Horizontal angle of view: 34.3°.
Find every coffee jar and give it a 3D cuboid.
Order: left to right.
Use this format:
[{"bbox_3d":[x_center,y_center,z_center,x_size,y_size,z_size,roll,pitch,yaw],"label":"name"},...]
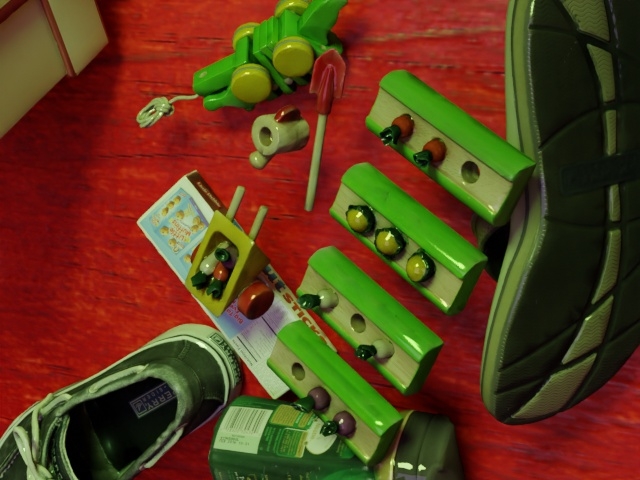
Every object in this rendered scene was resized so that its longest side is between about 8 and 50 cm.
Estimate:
[{"bbox_3d":[0.016,0.169,0.768,0.184,0.079,0.096,1,129,24],"label":"coffee jar"}]

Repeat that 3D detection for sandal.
[{"bbox_3d":[0.149,-0.029,0.655,0.086,0.120,0.303,-151,60,-62],"label":"sandal"}]

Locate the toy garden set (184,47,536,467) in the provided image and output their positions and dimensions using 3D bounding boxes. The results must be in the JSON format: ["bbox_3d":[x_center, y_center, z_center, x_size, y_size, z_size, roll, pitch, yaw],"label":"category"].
[{"bbox_3d":[0.000,0.000,0.675,0.204,0.049,0.244,41,126,29],"label":"toy garden set"}]

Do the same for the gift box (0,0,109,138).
[{"bbox_3d":[-0.315,-0.182,0.708,0.255,0.258,0.276,25,150,19],"label":"gift box"}]

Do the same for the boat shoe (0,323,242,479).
[{"bbox_3d":[-0.196,0.176,0.855,0.306,0.105,0.113,-29,92,28],"label":"boat shoe"}]

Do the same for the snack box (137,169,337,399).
[{"bbox_3d":[-0.066,0.035,0.803,0.064,0.022,0.178,-39,87,29],"label":"snack box"}]

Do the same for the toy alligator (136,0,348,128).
[{"bbox_3d":[-0.047,-0.116,0.736,0.189,0.056,0.051,-27,133,28],"label":"toy alligator"}]
